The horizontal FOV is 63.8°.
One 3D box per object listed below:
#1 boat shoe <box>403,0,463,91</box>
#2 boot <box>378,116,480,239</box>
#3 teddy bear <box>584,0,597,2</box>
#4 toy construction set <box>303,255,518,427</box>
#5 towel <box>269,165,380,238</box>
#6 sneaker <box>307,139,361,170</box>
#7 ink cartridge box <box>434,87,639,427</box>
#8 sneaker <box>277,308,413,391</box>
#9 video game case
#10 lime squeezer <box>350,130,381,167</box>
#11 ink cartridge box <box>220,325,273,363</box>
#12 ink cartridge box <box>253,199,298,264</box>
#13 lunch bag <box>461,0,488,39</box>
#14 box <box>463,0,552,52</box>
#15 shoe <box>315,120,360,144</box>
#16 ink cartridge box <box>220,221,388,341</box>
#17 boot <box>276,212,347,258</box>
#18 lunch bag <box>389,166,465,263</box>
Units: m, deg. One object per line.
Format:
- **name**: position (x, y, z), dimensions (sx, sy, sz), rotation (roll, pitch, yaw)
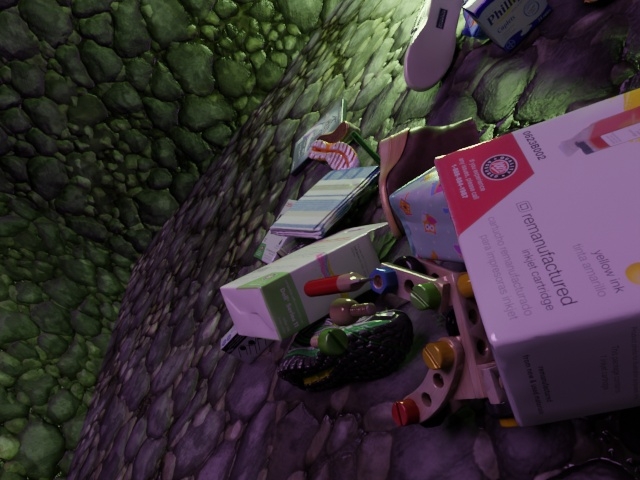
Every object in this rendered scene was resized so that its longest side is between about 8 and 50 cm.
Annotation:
- **boat shoe**: position (0.304, -0.545, 1.438), dimensions (0.158, 0.127, 0.340), rotation (129, 163, -79)
- **boot**: position (0.226, -0.131, 1.040), dimensions (0.207, 0.090, 0.248), rotation (-9, 65, 18)
- **teddy bear**: position (0.569, -0.616, 0.934), dimensions (0.245, 0.113, 0.337), rotation (30, 131, 35)
- **toy construction set**: position (0.158, 0.114, 0.668), dimensions (0.237, 0.309, 0.257), rotation (-20, 52, 59)
- **towel**: position (0.015, -0.102, 1.352), dimensions (0.209, 0.034, 0.285), rotation (4, 42, 49)
- **sneaker**: position (0.055, -0.248, 1.546), dimensions (0.215, 0.083, 0.084), rotation (33, 94, 47)
- **ink cartridge box**: position (0.338, -0.014, 0.501), dimensions (0.385, 0.160, 0.279), rotation (-18, 40, 15)
- **sneaker**: position (0.039, 0.185, 0.994), dimensions (0.344, 0.134, 0.146), rotation (-28, 36, 46)
- **video game case**: position (-0.007, -0.372, 1.858), dimensions (0.274, 0.026, 0.196), rotation (-38, 31, 35)
- **lime squeezer**: position (0.177, -0.130, 1.172), dimensions (0.059, 0.110, 0.310), rotation (-34, 61, 10)
- **ink cartridge box**: position (-0.160, 0.227, 1.336), dimensions (0.207, 0.097, 0.046), rotation (-47, 27, 19)
- **ink cartridge box**: position (-0.087, -0.010, 1.498), dimensions (0.208, 0.087, 0.153), rotation (-59, 26, -7)
- **lunch bag**: position (0.456, -0.636, 1.271), dimensions (0.293, 0.138, 0.220), rotation (-55, 20, 37)
- **box**: position (0.418, -0.519, 1.150), dimensions (0.126, 0.137, 0.072), rotation (-45, 28, 23)
- **shoe**: position (0.049, -0.322, 1.674), dimensions (0.219, 0.058, 0.076), rotation (-22, 73, 56)
- **ink cartridge box**: position (-0.010, 0.080, 1.109), dimensions (0.354, 0.119, 0.207), rotation (-26, 9, -31)
- **boot**: position (0.000, -0.001, 1.363), dimensions (0.208, 0.076, 0.190), rotation (-42, 49, -11)
- **lunch bag**: position (0.286, -0.074, 0.832), dimensions (0.262, 0.160, 0.223), rotation (-30, 15, -24)
